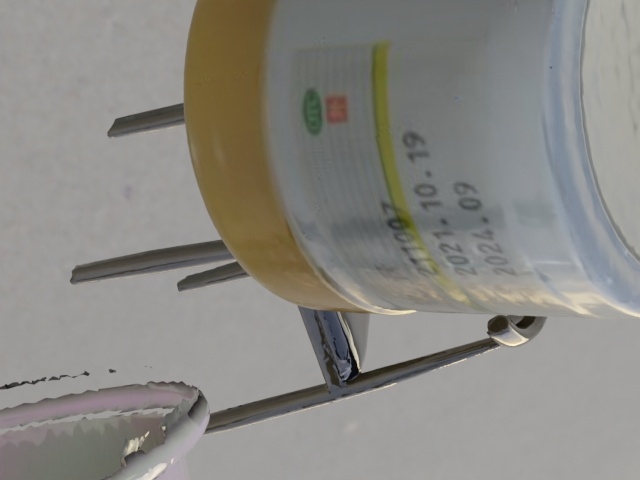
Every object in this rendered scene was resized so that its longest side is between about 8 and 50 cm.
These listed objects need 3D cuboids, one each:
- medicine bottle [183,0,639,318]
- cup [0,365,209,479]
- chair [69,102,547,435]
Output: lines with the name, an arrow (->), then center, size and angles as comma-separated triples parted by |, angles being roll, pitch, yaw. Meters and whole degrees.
medicine bottle -> 0.087, -0.076, 0.991 | 0.232, 0.238, 0.238 | 2, -179, 39
cup -> -0.109, 0.191, 0.436 | 0.253, 0.274, 0.253 | -17, -176, 1
chair -> 0.000, 0.000, 1.224 | 0.272, 0.188, 0.166 | -10, 129, 12
